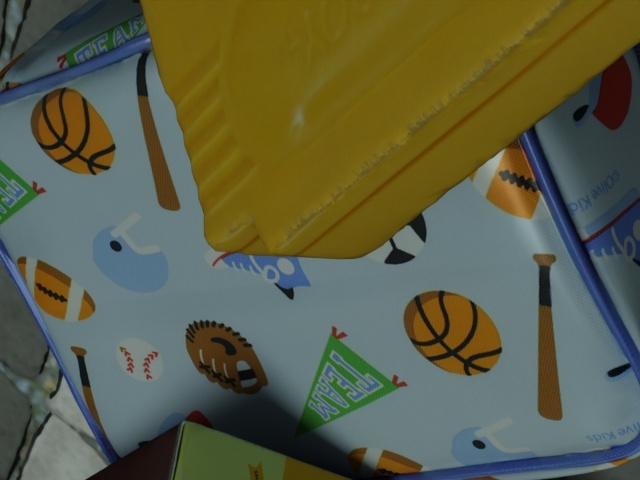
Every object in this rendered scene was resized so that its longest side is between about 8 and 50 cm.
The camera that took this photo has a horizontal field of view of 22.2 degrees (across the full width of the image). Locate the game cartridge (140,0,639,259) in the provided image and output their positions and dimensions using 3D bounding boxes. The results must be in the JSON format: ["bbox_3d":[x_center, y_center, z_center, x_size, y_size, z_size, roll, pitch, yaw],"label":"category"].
[{"bbox_3d":[0.022,-0.188,0.477,0.285,0.052,0.324,-40,54,41],"label":"game cartridge"}]

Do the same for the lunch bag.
[{"bbox_3d":[0.000,0.000,0.671,0.303,0.115,0.243,-12,114,39],"label":"lunch bag"}]

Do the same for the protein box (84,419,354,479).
[{"bbox_3d":[-0.028,0.193,0.703,0.199,0.136,0.201,23,150,-22],"label":"protein box"}]
